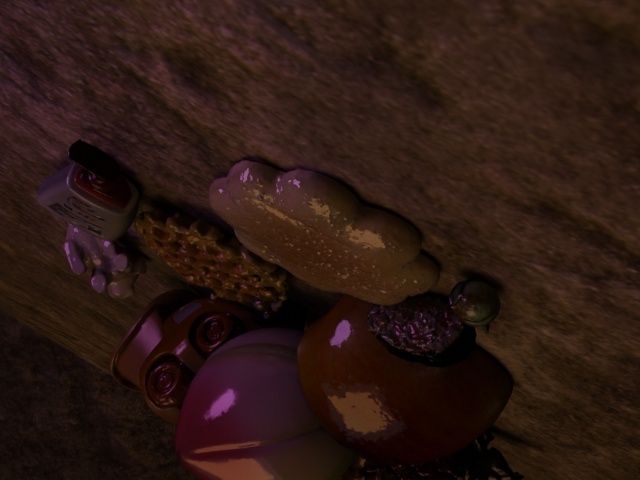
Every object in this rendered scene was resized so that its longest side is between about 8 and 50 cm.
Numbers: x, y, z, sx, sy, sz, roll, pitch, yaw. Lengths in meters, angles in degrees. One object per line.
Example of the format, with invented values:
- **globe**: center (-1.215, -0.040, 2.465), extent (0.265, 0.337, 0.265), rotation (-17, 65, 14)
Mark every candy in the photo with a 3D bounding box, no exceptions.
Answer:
- **candy**: center (0.202, 0.095, 1.245), extent (0.061, 0.061, 0.202), rotation (19, 169, 18)

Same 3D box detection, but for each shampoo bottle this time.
- **shampoo bottle**: center (-0.335, -0.077, 1.438), extent (0.153, 0.071, 0.284), rotation (30, 159, -11)

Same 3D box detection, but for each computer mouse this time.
- **computer mouse**: center (-0.069, 0.130, 1.686), extent (0.079, 0.047, 0.135), rotation (6, 162, 19)

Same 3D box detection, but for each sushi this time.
- **sushi**: center (0.135, 0.119, 1.319), extent (0.150, 0.091, 0.078), rotation (16, 157, 38)

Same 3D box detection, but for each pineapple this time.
- **pineapple**: center (0.214, 0.420, 1.846), extent (0.357, 0.223, 0.223), rotation (0, 160, 0)

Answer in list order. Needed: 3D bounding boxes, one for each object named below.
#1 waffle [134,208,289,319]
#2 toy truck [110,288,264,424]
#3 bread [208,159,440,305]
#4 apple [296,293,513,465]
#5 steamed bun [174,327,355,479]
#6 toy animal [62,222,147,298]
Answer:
- **waffle**: center (-0.169, 0.030, 1.529), extent (0.262, 0.060, 0.280), rotation (29, 161, -5)
- **toy truck**: center (-0.237, 0.226, 1.857), extent (0.211, 0.288, 0.204), rotation (43, 178, 40)
- **bread**: center (0.000, 0.000, 1.232), extent (0.315, 0.054, 0.316), rotation (23, 160, 9)
- **apple**: center (0.137, 0.217, 1.486), extent (0.346, 0.179, 0.254), rotation (30, 123, -16)
- **steamed bun**: center (-0.103, 0.298, 1.592), extent (0.309, 0.309, 0.309), rotation (23, 162, 8)
- **toy animal**: center (-0.399, 0.015, 1.780), extent (0.184, 0.104, 0.185), rotation (51, -176, 11)
